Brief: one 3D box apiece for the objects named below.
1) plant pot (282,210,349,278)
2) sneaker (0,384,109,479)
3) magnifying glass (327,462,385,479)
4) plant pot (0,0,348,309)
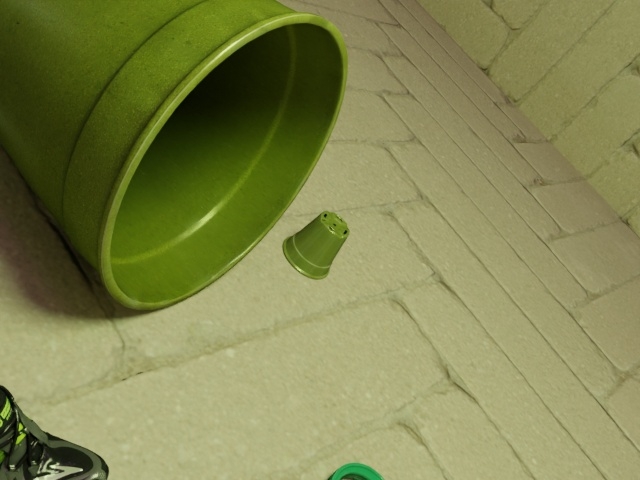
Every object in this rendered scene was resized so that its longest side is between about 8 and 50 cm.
[{"bbox_3d":[0.000,0.000,1.037,0.083,0.079,0.083,27,34,-20],"label":"plant pot"},{"bbox_3d":[-0.258,0.162,0.565,0.188,0.078,0.067,31,33,-17],"label":"sneaker"},{"bbox_3d":[0.015,0.313,0.727,0.092,0.026,0.231,45,30,6],"label":"magnifying glass"},{"bbox_3d":[-0.220,-0.171,0.808,0.353,0.366,0.366,37,30,17],"label":"plant pot"}]
